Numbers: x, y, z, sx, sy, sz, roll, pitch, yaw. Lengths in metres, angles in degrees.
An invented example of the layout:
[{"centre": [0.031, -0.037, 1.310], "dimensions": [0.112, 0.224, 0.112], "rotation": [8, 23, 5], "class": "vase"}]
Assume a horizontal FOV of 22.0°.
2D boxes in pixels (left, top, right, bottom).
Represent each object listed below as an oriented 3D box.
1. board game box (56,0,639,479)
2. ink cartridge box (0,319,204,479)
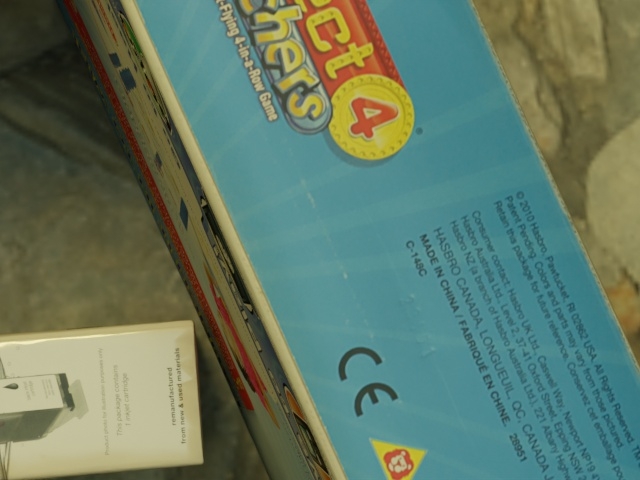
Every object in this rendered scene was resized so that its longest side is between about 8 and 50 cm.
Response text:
[{"centre": [0.000, 0.000, 0.569], "dimensions": [0.086, 0.302, 0.308], "rotation": [-24, 88, -8], "class": "board game box"}, {"centre": [-0.116, 0.065, 0.653], "dimensions": [0.135, 0.099, 0.056], "rotation": [-4, 86, -5], "class": "ink cartridge box"}]
